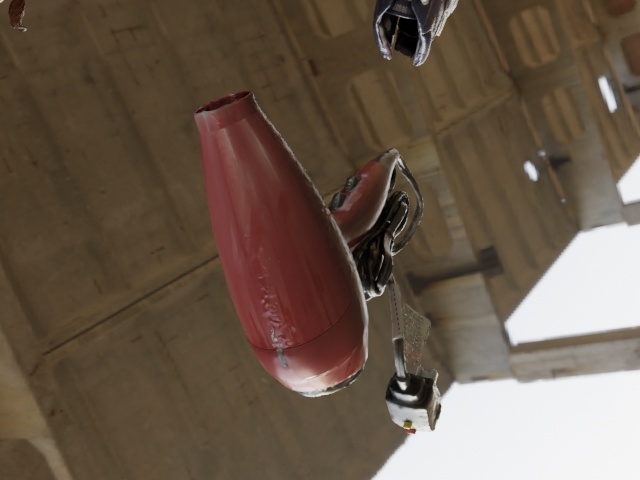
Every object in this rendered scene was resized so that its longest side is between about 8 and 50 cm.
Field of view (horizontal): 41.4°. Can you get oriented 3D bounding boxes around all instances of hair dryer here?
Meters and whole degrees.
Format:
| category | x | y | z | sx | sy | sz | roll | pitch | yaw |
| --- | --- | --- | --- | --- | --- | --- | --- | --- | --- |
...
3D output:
| category | x | y | z | sx | sy | sz | roll | pitch | yaw |
| --- | --- | --- | --- | --- | --- | --- | --- | --- | --- |
| hair dryer | 0.000 | 0.000 | 0.580 | 0.293 | 0.080 | 0.223 | 44 | -143 | -53 |

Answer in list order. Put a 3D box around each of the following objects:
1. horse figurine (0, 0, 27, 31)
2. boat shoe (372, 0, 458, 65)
| category | x | y | z | sx | sy | sz | roll | pitch | yaw |
| --- | --- | --- | --- | --- | --- | --- | --- | --- | --- |
| horse figurine | -0.666 | -0.505 | 1.613 | 0.263 | 0.066 | 0.174 | 36 | -118 | -27 |
| boat shoe | 0.138 | -0.389 | 1.143 | 0.340 | 0.127 | 0.158 | 77 | -148 | -57 |
